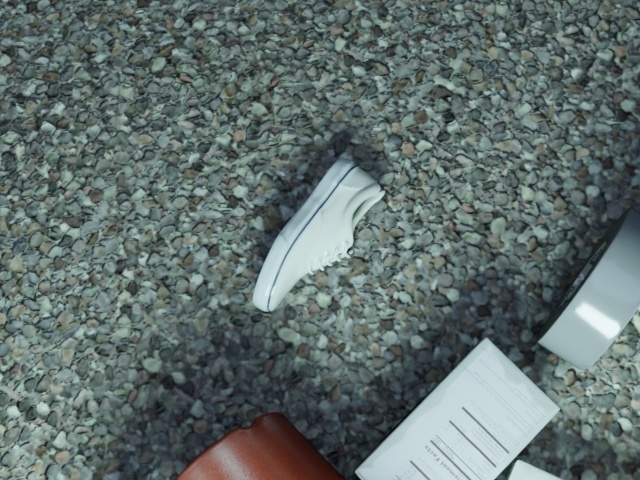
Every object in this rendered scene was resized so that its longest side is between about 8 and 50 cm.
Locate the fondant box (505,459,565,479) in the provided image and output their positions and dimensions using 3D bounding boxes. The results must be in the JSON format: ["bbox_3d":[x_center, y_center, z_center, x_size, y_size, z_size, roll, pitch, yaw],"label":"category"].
[{"bbox_3d":[0.351,0.462,1.206,0.330,0.096,0.238,23,72,16],"label":"fondant box"}]

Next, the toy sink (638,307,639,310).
[{"bbox_3d":[0.552,0.122,1.263,0.234,0.153,0.131,12,57,5],"label":"toy sink"}]

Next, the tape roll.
[{"bbox_3d":[0.377,0.065,1.268,0.072,0.219,0.219,34,80,11],"label":"tape roll"}]

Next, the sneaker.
[{"bbox_3d":[0.000,0.000,1.365,0.091,0.094,0.258,31,78,14],"label":"sneaker"}]

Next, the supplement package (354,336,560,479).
[{"bbox_3d":[0.175,0.266,1.267,0.244,0.139,0.134,-44,79,-9],"label":"supplement package"}]

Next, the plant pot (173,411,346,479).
[{"bbox_3d":[-0.047,0.378,1.199,0.272,0.272,0.265,-39,70,-7],"label":"plant pot"}]
